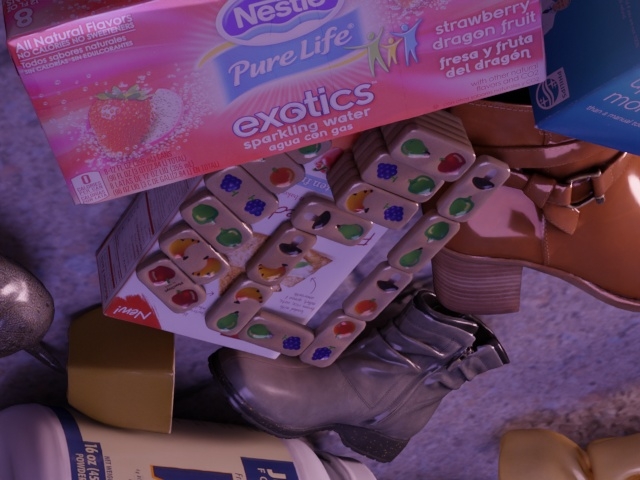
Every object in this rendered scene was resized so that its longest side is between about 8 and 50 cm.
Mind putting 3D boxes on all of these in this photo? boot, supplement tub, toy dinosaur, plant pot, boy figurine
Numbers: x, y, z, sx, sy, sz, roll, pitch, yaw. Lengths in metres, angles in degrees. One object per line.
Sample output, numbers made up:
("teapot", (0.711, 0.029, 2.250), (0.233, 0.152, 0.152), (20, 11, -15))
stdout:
("boot", (0.215, -0.056, 1.149), (0.283, 0.109, 0.220), (-4, 134, -3))
("supplement tub", (-0.126, 0.266, 1.277), (0.324, 0.235, 0.235), (9, 133, -26))
("toy dinosaur", (-0.266, 0.049, 1.083), (0.160, 0.121, 0.313), (-27, 135, 22))
("plant pot", (-0.158, 0.097, 1.203), (0.083, 0.081, 0.081), (2, 136, -7))
("boot", (0.036, 0.093, 1.269), (0.246, 0.083, 0.161), (22, 121, -44))
("boy figurine", (0.302, 0.221, 1.471), (0.285, 0.092, 0.177), (-3, 152, -11))

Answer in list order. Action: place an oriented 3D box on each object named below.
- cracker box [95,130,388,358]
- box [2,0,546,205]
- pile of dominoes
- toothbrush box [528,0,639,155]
("cracker box", (-0.042, -0.021, 1.116), (0.155, 0.067, 0.232), (17, 130, -31))
("box", (-0.031, -0.152, 0.911), (0.300, 0.154, 0.142), (-15, 139, 0))
("pile of dominoes", (0.000, 0.000, 1.068), (0.196, 0.040, 0.251), (20, 127, -31))
("toothbrush box", (0.298, -0.162, 0.942), (0.216, 0.126, 0.295), (11, 151, -38))
